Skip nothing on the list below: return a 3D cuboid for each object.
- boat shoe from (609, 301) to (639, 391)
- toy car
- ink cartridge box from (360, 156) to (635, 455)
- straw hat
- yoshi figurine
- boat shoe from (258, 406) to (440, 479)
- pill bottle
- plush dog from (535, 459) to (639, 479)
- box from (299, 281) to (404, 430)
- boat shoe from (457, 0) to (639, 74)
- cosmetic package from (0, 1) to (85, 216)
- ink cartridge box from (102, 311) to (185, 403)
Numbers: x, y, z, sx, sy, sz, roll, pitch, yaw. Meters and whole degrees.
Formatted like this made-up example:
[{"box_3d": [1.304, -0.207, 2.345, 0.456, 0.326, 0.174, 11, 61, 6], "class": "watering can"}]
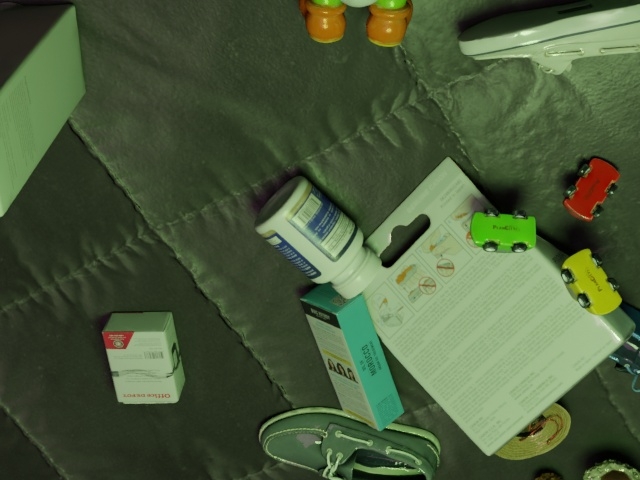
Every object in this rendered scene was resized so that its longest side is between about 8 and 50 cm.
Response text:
[{"box_3d": [0.496, 0.167, 1.971, 0.258, 0.109, 0.089, 37, 126, 4], "class": "boat shoe"}, {"box_3d": [0.325, -0.008, 1.819, 0.225, 0.239, 0.053, 4, 163, -5], "class": "toy car"}, {"box_3d": [0.246, 0.099, 1.949, 0.385, 0.091, 0.308, 48, 119, 9], "class": "ink cartridge box"}, {"box_3d": [0.340, 0.298, 2.083, 0.144, 0.061, 0.144, -6, 127, -8], "class": "straw hat"}, {"box_3d": [0.053, -0.448, 1.632, 0.203, 0.203, 0.362, 39, 146, 31], "class": "yoshi figurine"}, {"box_3d": [0.047, 0.368, 2.144, 0.319, 0.099, 0.116, 6, 122, 4], "class": "boat shoe"}, {"box_3d": [0.000, 0.000, 1.916, 0.186, 0.112, 0.112, 43, 118, -16], "class": "pill bottle"}, {"box_3d": [0.475, 0.494, 2.141, 0.225, 0.210, 0.262, -10, 92, 30], "class": "plush dog"}, {"box_3d": [0.053, 0.188, 2.028, 0.100, 0.060, 0.244, 20, 137, 50], "class": "box"}, {"box_3d": [0.327, -0.275, 1.718, 0.267, 0.096, 0.088, -11, 115, 5], "class": "boat shoe"}, {"box_3d": [-0.483, -0.191, 1.710, 0.217, 0.385, 0.156, 3, 121, 9], "class": "cosmetic package"}, {"box_3d": [-0.298, 0.199, 2.111, 0.109, 0.063, 0.150, -1, 122, 9], "class": "ink cartridge box"}]
